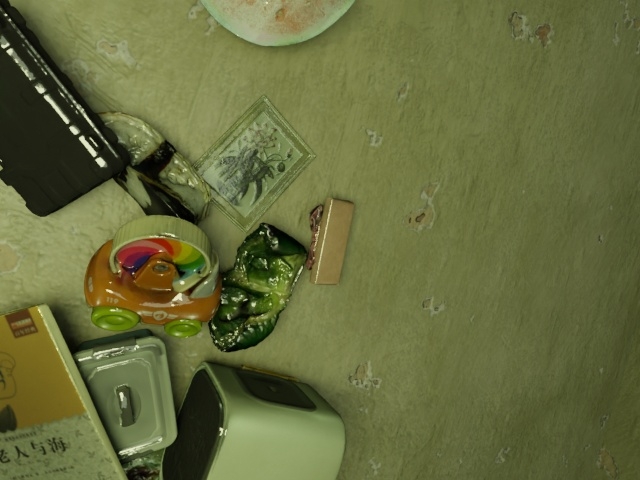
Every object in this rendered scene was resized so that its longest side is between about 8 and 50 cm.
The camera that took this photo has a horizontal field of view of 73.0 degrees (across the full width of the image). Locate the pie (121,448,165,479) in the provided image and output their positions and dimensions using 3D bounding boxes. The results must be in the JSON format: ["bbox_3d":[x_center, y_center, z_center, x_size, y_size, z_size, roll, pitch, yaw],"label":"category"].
[{"bbox_3d":[-0.372,0.531,0.871,0.241,0.054,0.240,-5,100,-27],"label":"pie"}]

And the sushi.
[{"bbox_3d":[-0.298,-0.132,0.757,0.273,0.134,0.109,49,58,-6],"label":"sushi"}]

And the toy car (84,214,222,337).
[{"bbox_3d":[-0.259,0.048,0.723,0.235,0.145,0.235,-6,143,-4],"label":"toy car"}]

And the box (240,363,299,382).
[{"bbox_3d":[-0.123,0.330,0.972,0.149,0.020,0.073,25,88,-28],"label":"box"}]

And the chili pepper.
[{"bbox_3d":[-0.137,0.096,0.880,0.148,0.116,0.264,26,89,-39],"label":"chili pepper"}]

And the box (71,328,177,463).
[{"bbox_3d":[-0.358,0.277,0.785,0.162,0.130,0.226,-9,105,-25],"label":"box"}]

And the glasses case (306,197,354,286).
[{"bbox_3d":[0.000,0.000,0.930,0.103,0.070,0.193,7,95,-47],"label":"glasses case"}]

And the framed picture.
[{"bbox_3d":[-0.136,-0.153,0.877,0.231,0.010,0.173,-50,116,-9],"label":"framed picture"}]

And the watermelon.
[{"bbox_3d":[-0.110,-0.488,0.768,0.322,0.188,0.175,40,37,-20],"label":"watermelon"}]

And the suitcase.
[{"bbox_3d":[-0.440,-0.186,0.630,0.206,0.066,0.285,-20,115,26],"label":"suitcase"}]

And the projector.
[{"bbox_3d":[-0.135,0.398,0.824,0.249,0.248,0.248,23,87,-28],"label":"projector"}]

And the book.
[{"bbox_3d":[-0.486,0.305,0.705,0.269,0.032,0.388,-16,103,7],"label":"book"}]
